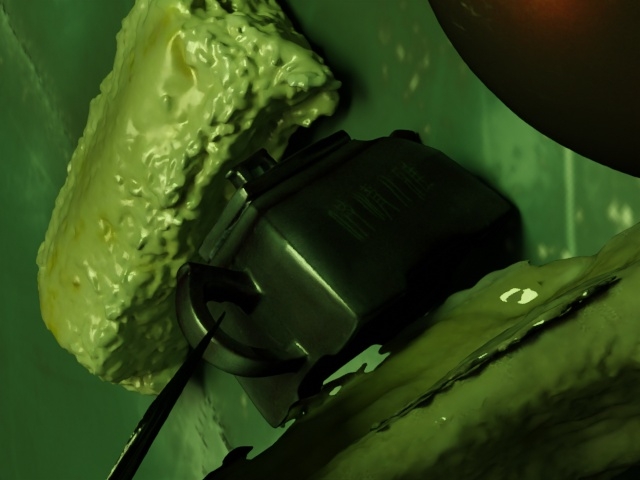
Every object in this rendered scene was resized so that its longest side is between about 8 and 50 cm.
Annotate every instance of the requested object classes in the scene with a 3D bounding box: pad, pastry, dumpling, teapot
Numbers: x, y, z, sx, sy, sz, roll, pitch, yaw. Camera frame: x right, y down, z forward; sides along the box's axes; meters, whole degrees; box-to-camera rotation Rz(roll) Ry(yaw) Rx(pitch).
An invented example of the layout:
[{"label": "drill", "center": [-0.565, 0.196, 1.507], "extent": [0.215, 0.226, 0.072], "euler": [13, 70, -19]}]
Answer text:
[{"label": "pad", "center": [-0.103, 0.142, 0.674], "extent": [0.245, 0.006, 0.170], "euler": [-60, 0, 10]}, {"label": "pastry", "center": [-0.081, -0.028, 1.002], "extent": [0.258, 0.089, 0.121], "euler": [-58, 36, 36]}, {"label": "dumpling", "center": [0.070, 0.065, 0.717], "extent": [0.086, 0.332, 0.166], "euler": [62, -175, -3]}, {"label": "teapot", "center": [0.000, 0.000, 0.830], "extent": [0.096, 0.177, 0.087], "euler": [46, 135, 9]}]

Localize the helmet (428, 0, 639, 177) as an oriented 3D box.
[{"label": "helmet", "center": [0.123, -0.117, 0.619], "extent": [0.189, 0.193, 0.216], "euler": [41, 164, 28]}]
